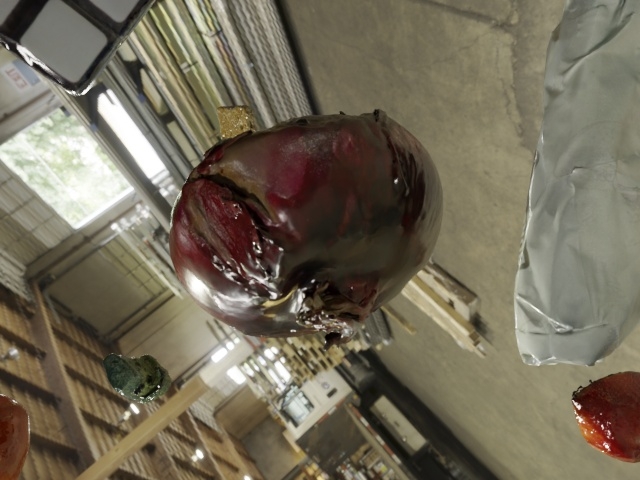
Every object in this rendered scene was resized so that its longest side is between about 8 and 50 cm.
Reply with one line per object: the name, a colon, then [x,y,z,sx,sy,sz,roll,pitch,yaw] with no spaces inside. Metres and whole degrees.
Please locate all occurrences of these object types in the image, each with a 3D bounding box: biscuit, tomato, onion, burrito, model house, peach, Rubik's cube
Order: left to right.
tomato: [-0.782,0.467,1.052,0.260,0.259,0.180,48,130,13]
Rubik's cube: [-0.385,-0.415,0.669,0.303,0.301,0.305,37,178,-31]
model house: [-0.287,0.210,0.742,0.078,0.066,0.083,40,167,27]
biscuit: [-0.198,-0.257,1.137,0.230,0.025,0.131,28,129,58]
onion: [0.000,0.000,0.525,0.232,0.313,0.314,61,174,31]
burrito: [0.281,-0.090,0.477,0.101,0.138,0.446,-167,84,-83]
peach: [0.610,0.350,0.935,0.279,0.189,0.068,20,-175,-20]
